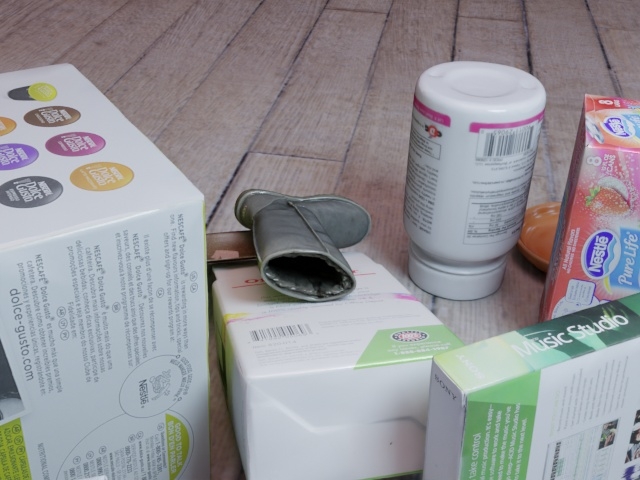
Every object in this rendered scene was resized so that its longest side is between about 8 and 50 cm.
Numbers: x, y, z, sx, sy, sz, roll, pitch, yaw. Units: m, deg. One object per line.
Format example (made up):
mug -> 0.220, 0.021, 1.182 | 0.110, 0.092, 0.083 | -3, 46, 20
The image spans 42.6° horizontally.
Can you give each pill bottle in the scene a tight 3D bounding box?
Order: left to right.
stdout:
pill bottle -> 0.191, -0.074, 1.069 | 0.160, 0.283, 0.160 | 2, 33, -1

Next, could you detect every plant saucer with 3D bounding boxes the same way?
plant saucer -> -0.125, 0.010, 1.053 | 0.198, 0.036, 0.198 | -6, -2, 0
plant saucer -> 0.375, 0.008, 1.181 | 0.199, 0.037, 0.200 | 2, 32, -1

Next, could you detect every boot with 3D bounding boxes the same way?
boot -> 0.001, 0.002, 0.917 | 0.189, 0.076, 0.208 | 3, 14, -20

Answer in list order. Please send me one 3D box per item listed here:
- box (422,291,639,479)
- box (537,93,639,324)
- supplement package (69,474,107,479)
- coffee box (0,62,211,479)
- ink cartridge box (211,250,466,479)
box -> 0.240, 0.168, 0.742 | 0.321, 0.233, 0.058 | -13, 31, -23
box -> 0.349, 0.001, 0.945 | 0.154, 0.300, 0.142 | 8, 35, 12
supplement package -> -0.236, 0.291, 0.557 | 0.203, 0.194, 0.149 | -5, 34, -12
coffee box -> -0.318, 0.067, 0.770 | 0.334, 0.338, 0.337 | -17, 37, -28
ink cartridge box -> -0.002, 0.115, 0.868 | 0.207, 0.119, 0.353 | -5, 15, -11
